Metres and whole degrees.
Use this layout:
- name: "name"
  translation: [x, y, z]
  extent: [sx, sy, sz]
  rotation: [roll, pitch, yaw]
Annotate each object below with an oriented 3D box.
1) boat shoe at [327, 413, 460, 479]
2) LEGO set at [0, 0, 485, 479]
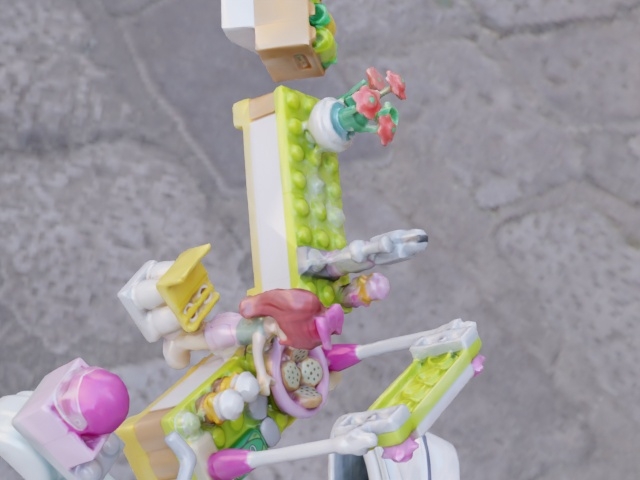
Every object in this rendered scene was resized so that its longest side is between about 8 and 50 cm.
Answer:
- name: "boat shoe"
  translation: [0.031, 0.217, 0.814]
  extent: [0.084, 0.095, 0.258]
  rotation: [22, 38, -18]
- name: "LEGO set"
  translation: [0.000, 0.000, 0.517]
  extent: [0.132, 0.107, 0.287]
  rotation: [51, 42, -29]
